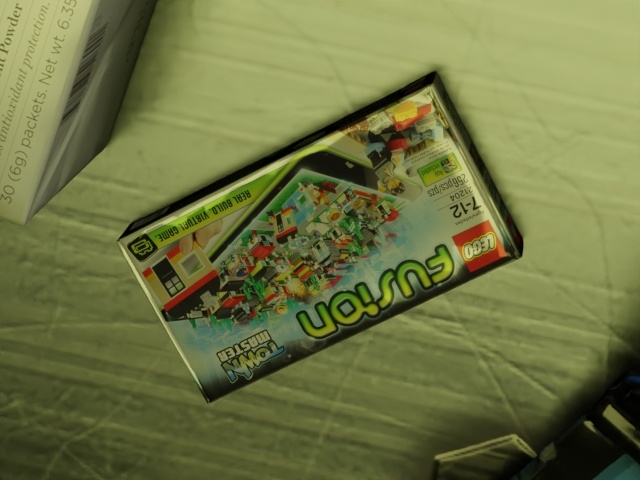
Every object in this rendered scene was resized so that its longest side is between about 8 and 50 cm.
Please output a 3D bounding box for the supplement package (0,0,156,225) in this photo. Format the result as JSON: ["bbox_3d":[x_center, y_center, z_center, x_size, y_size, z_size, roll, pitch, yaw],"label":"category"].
[{"bbox_3d":[-0.243,-0.157,1.017,0.293,0.175,0.178,21,108,2],"label":"supplement package"}]

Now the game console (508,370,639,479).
[{"bbox_3d":[0.233,0.229,1.053,0.293,0.250,0.173,41,88,-5],"label":"game console"}]

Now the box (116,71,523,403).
[{"bbox_3d":[0.000,0.000,1.100,0.207,0.036,0.114,-26,101,14],"label":"box"}]
